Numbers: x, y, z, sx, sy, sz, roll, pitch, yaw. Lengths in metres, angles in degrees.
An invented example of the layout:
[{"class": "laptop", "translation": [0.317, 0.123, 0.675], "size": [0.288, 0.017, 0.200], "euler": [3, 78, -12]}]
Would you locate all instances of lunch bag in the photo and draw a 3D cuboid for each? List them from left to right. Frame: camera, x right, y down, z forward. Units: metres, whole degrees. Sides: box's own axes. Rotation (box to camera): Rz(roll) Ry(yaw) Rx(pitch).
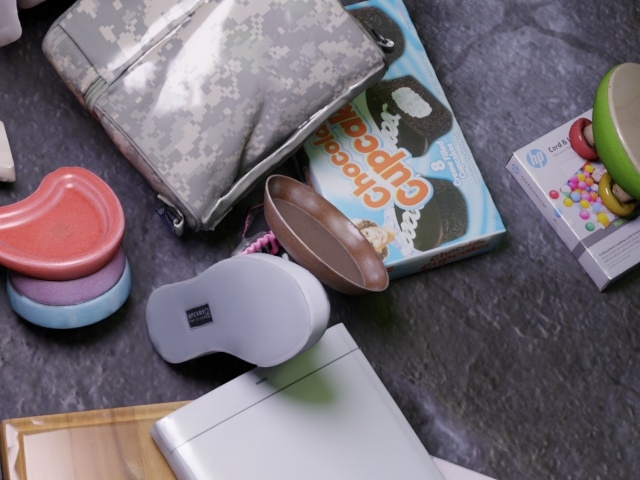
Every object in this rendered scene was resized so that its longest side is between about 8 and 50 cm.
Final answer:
[{"class": "lunch bag", "translation": [-0.107, -0.186, 1.855], "size": [0.305, 0.212, 0.256], "euler": [-40, 75, -4]}]

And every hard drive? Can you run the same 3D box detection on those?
[{"class": "hard drive", "translation": [0.021, 0.279, 1.721], "size": [0.233, 0.047, 0.353], "euler": [-27, 76, -27]}]

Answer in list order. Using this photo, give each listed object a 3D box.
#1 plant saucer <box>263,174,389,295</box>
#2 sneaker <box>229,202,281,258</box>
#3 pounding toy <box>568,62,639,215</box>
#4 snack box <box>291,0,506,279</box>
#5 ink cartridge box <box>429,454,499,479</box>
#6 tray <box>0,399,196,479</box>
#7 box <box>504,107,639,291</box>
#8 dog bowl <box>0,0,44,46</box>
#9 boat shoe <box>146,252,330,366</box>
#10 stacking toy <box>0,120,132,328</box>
[{"class": "plant saucer", "translation": [0.000, 0.000, 1.818], "size": [0.168, 0.168, 0.029], "euler": [47, 108, 11]}, {"class": "sneaker", "translation": [-0.066, -0.012, 1.917], "size": [0.057, 0.047, 0.119], "euler": [31, 58, 25]}, {"class": "pounding toy", "translation": [0.363, -0.084, 1.986], "size": [0.237, 0.110, 0.183], "euler": [34, 44, -29]}, {"class": "snack box", "translation": [0.060, -0.115, 1.980], "size": [0.187, 0.060, 0.322], "euler": [-16, 70, -18]}, {"class": "ink cartridge box", "translation": [0.088, 0.331, 1.777], "size": [0.189, 0.066, 0.232], "euler": [20, 58, -3]}, {"class": "tray", "translation": [-0.186, 0.366, 1.686], "size": [0.202, 0.076, 0.411], "euler": [-5, 65, -15]}, {"class": "box", "translation": [0.326, -0.053, 2.025], "size": [0.145, 0.038, 0.186], "euler": [-29, 73, -24]}, {"class": "dog bowl", "translation": [-0.247, -0.353, 1.859], "size": [0.349, 0.348, 0.102], "euler": [-47, 109, -27]}, {"class": "boat shoe", "translation": [-0.061, 0.070, 1.737], "size": [0.105, 0.306, 0.113], "euler": [-14, 86, -33]}, {"class": "stacking toy", "translation": [-0.366, 0.031, 1.816], "size": [0.309, 0.130, 0.279], "euler": [-27, 47, -26]}]
